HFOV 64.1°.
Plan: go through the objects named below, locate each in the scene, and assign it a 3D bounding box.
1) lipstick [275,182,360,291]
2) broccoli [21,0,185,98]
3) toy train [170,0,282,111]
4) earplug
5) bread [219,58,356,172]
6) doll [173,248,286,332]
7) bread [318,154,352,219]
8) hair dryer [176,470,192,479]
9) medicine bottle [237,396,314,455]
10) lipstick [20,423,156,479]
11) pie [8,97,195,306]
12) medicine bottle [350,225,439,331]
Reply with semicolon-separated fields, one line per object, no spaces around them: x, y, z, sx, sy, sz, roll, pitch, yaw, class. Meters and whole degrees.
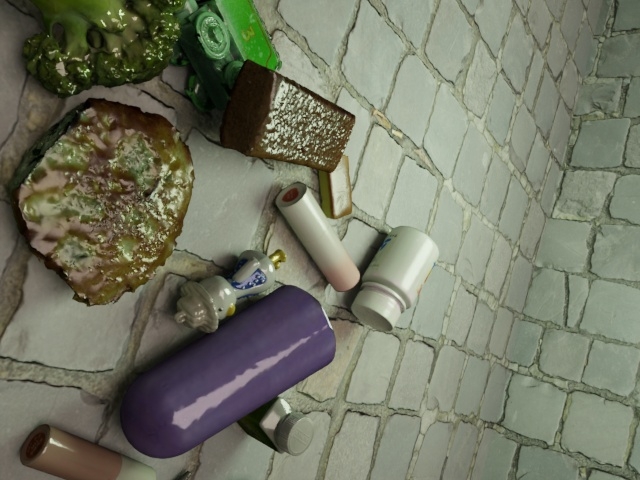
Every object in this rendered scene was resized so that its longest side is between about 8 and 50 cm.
0.000;0.000;1.305;0.087;0.087;0.327;-54;132;-26;lipstick
-0.365;-0.350;0.784;0.302;0.186;0.254;-12;146;-46;broccoli
-0.190;-0.371;0.999;0.188;0.132;0.243;-55;134;-34;toy train
-0.191;0.277;1.069;0.456;0.215;0.215;-27;117;-38;earplug
-0.055;-0.242;1.076;0.416;0.113;0.165;-6;117;-68;bread
-0.189;0.101;1.097;0.293;0.119;0.138;-30;162;-42;doll
0.036;-0.172;1.340;0.088;0.049;0.226;-19;110;-44;bread
-0.352;0.595;1.073;0.220;0.054;0.195;-33;122;-47;hair dryer
-0.111;0.420;1.189;0.088;0.188;0.132;-46;128;-32;medicine bottle
-0.416;0.415;0.941;0.254;0.070;0.070;49;62;-41;lipstick
-0.359;-0.070;0.887;0.288;0.103;0.354;46;60;-42;pie
0.218;0.112;1.505;0.293;0.170;0.170;-57;133;-25;medicine bottle
